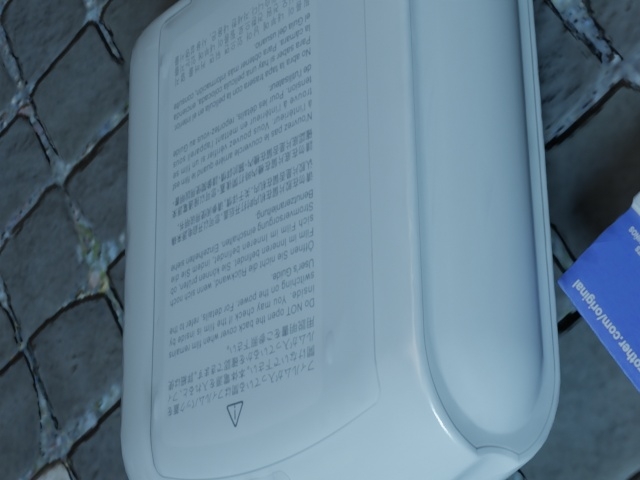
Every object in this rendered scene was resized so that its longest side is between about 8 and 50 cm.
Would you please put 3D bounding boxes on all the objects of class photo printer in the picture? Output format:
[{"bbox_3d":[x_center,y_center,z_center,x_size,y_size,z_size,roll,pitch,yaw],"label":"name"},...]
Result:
[{"bbox_3d":[0.000,0.000,0.726,0.256,0.107,0.307,-24,60,46],"label":"photo printer"}]

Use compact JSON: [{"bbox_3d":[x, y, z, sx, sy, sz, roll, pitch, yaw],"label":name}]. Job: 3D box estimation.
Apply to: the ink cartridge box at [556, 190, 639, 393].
[{"bbox_3d":[0.261,-0.020,0.578,0.311,0.065,0.185,-44,53,15],"label":"ink cartridge box"}]
